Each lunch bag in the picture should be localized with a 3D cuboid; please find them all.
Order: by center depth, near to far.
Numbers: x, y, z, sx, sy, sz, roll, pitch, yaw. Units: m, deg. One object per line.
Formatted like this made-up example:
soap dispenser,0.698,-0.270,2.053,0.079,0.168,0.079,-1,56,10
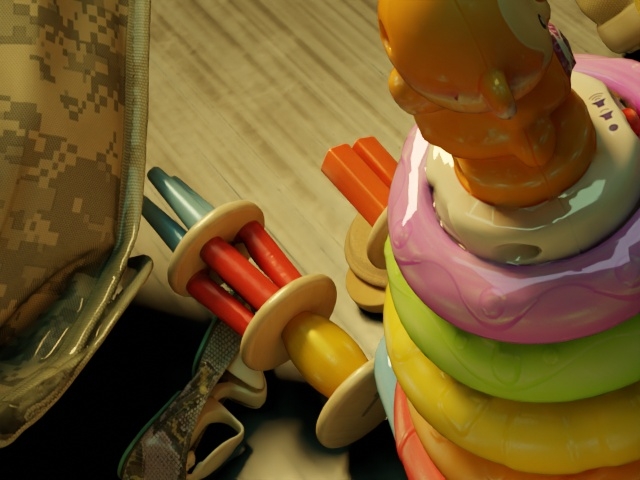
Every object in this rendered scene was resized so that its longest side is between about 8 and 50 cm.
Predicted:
lunch bag,-0.197,-0.010,0.882,0.235,0.169,0.287,-23,60,45

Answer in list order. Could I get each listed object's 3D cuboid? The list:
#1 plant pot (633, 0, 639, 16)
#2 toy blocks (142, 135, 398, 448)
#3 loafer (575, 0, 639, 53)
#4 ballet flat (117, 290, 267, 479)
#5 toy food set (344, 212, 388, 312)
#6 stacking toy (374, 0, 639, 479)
plant pot,0.247,-0.070,0.698,0.254,0.239,0.254,-15,38,12
toy blocks,0.000,0.000,0.857,0.123,0.054,0.148,-39,65,-14
loafer,0.195,-0.210,0.999,0.102,0.092,0.268,-27,24,53
ballet flat,-0.046,0.070,0.868,0.041,0.041,0.114,4,45,33
toy food set,0.051,-0.003,0.910,0.082,0.020,0.083,-13,38,14
stacking toy,0.077,0.002,0.643,0.165,0.302,0.175,-22,52,5
